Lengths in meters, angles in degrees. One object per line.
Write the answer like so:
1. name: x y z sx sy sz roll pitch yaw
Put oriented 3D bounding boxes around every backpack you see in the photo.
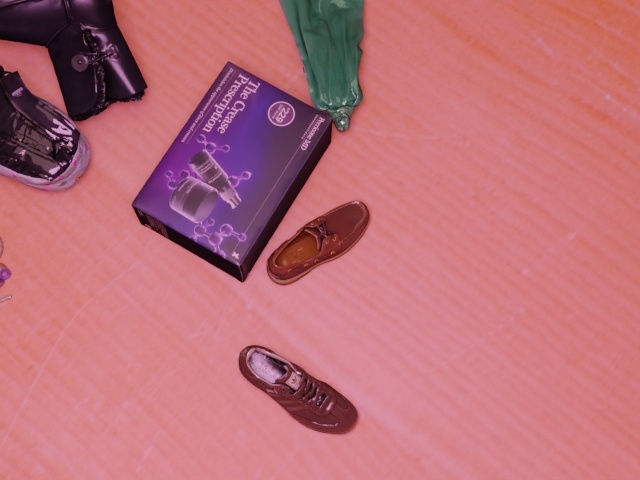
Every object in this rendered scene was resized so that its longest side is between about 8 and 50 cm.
1. backpack: -0.425 -0.151 1.446 0.182 0.115 0.152 28 87 6

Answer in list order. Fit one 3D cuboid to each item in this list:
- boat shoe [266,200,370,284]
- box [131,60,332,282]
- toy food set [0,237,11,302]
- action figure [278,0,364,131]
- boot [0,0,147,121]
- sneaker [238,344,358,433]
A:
1. boat shoe: -0.001 0.000 1.434 0.178 0.060 0.064 -35 77 -10
2. box: -0.124 -0.101 1.443 0.184 0.103 0.261 30 75 5
3. toy food set: -0.496 0.036 1.438 0.078 0.019 0.122 -21 75 -7
4. action figure: 0.016 -0.273 1.513 0.137 0.063 0.232 -7 70 -5
5. boot: -0.398 -0.273 1.459 0.246 0.094 0.207 -14 105 4
6. sneaker: -0.035 0.208 1.367 0.188 0.071 0.066 28 75 8
